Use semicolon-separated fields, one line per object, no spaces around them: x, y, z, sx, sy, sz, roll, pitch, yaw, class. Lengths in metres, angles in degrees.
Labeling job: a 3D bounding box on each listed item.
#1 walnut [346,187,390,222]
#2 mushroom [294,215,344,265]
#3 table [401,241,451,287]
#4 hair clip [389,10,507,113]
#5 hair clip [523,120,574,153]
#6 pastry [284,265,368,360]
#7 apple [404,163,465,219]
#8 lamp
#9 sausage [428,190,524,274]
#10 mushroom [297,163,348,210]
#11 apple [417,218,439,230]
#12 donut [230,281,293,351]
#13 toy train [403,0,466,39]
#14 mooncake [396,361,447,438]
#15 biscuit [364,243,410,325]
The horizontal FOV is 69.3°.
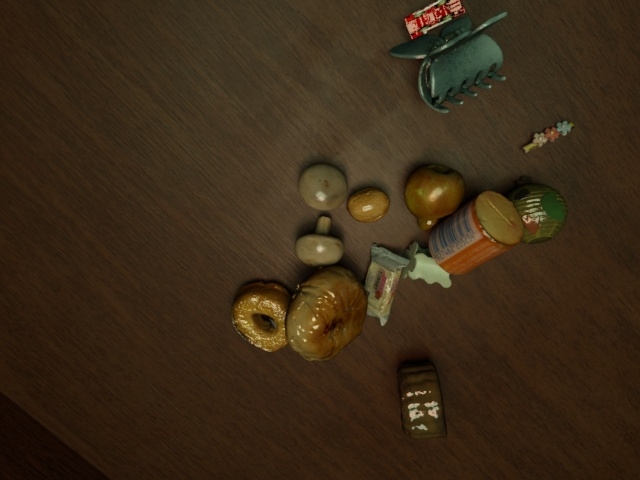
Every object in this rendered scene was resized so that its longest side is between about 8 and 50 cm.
0.196;-0.141;1.868;0.180;0.144;0.144;-9;107;-5;walnut
0.000;0.000;1.909;0.207;0.207;0.215;9;77;-1;mushroom
0.459;0.105;1.937;0.198;0.166;0.167;15;108;-11;table
0.480;-0.627;1.634;0.318;0.392;0.239;-30;115;-6;hair clip
0.890;-0.409;1.807;0.213;0.056;0.062;-30;71;11;hair clip
0.014;0.290;1.894;0.244;0.409;0.410;24;113;38;pastry
0.443;-0.184;1.814;0.236;0.237;0.208;6;120;0;apple
0.827;-0.130;1.813;0.249;0.250;0.285;-5;73;3;lamp
0.586;-0.021;1.776;0.233;0.233;0.287;31;144;-8;sausage
0.003;-0.199;1.851;0.204;0.204;0.205;1;108;2;mushroom
0.442;-0.082;1.905;0.089;0.089;0.074;-40;90;13;apple
-0.237;0.335;2.030;0.316;0.150;0.300;7;111;-1;donut
0.409;-0.809;1.664;0.203;0.131;0.083;-20;112;19;toy train
0.440;0.706;2.038;0.186;0.324;0.324;-8;107;9;mooncake
0.254;0.186;1.978;0.186;0.079;0.309;29;114;36;biscuit
